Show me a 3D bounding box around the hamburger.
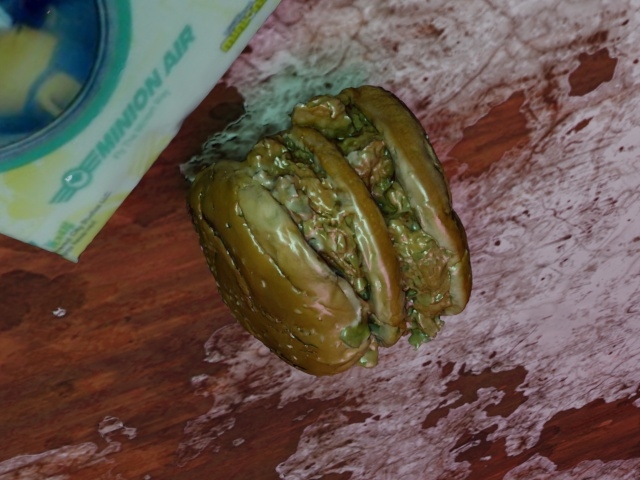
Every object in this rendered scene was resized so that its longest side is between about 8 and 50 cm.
[{"bbox_3d":[0.010,0.003,0.855,0.211,0.245,0.260,-27,-179,-16],"label":"hamburger"}]

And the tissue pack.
[{"bbox_3d":[-0.235,-0.179,0.540,0.287,0.162,0.388,-49,137,15],"label":"tissue pack"}]
